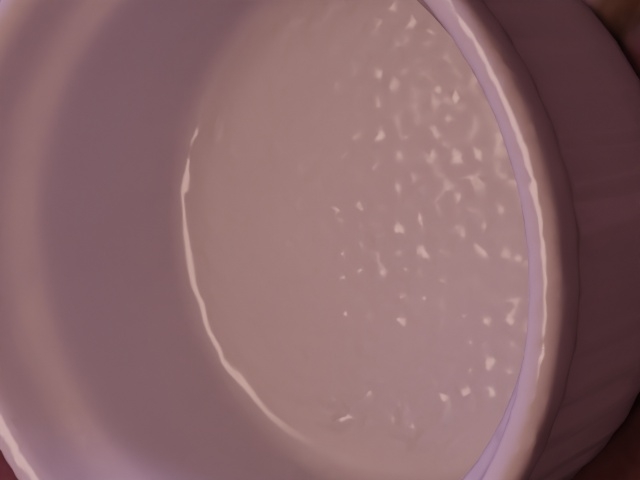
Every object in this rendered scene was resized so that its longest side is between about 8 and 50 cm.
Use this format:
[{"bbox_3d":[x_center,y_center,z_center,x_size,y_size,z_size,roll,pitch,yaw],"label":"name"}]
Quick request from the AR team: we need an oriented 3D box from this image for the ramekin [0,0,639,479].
[{"bbox_3d":[0.000,0.000,0.759,0.277,0.135,0.277,6,100,35],"label":"ramekin"}]
